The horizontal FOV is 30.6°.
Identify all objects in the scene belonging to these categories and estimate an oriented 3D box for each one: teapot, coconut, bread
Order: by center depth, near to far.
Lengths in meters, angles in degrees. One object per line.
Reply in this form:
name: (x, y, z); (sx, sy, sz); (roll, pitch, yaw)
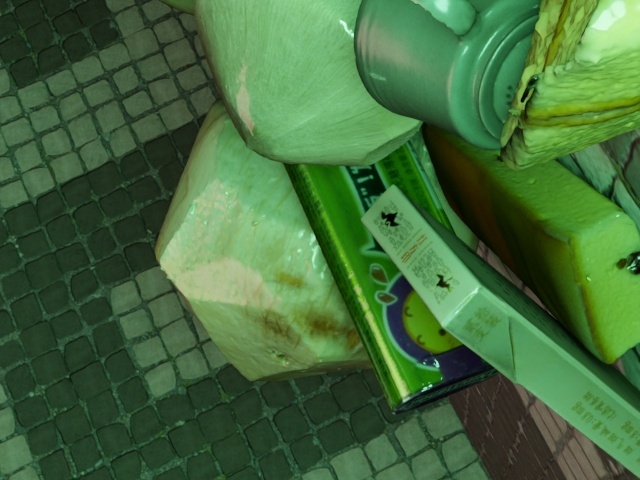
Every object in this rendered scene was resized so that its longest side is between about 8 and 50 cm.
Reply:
bread: (0.171, -0.128, 0.638); (0.141, 0.178, 0.266); (31, 175, 6)
teapot: (0.123, -0.137, 0.841); (0.239, 0.162, 0.149); (29, -168, -44)
coconut: (0.005, -0.184, 1.086); (0.237, 0.266, 0.237); (25, 148, 17)
bread: (0.197, -0.028, 1.116); (0.138, 0.077, 0.361); (65, 176, -28)
coconut: (0.000, 0.000, 1.442); (0.344, 0.415, 0.415); (-5, -116, -59)

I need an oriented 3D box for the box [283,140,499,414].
box: (0.065, -0.005, 1.202); (0.097, 0.134, 0.346); (114, 134, -66)

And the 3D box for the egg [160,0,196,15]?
egg: (-0.121, -0.421, 1.224); (0.287, 0.287, 0.379); (-122, 15, -59)

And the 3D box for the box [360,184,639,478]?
box: (0.202, 0.102, 1.039); (0.365, 0.051, 0.204); (38, -170, -29)
